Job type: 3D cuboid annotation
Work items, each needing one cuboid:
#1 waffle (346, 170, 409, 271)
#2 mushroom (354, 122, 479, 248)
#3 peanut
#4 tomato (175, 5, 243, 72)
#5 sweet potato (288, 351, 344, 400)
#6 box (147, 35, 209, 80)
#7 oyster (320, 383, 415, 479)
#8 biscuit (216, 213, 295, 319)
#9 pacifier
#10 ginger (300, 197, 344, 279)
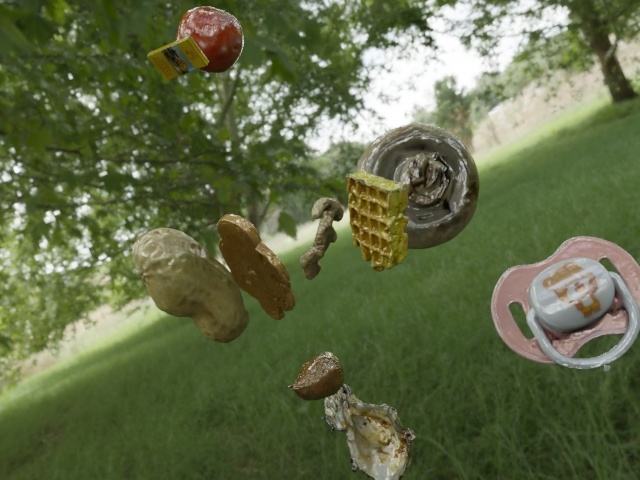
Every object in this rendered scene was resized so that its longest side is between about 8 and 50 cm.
[{"bbox_3d":[0.125,-0.030,1.447,0.055,0.211,0.160,-18,25,-28],"label":"waffle"},{"bbox_3d":[0.275,-0.157,1.901,0.362,0.363,0.294,-23,-4,-6],"label":"mushroom"},{"bbox_3d":[-0.329,0.123,1.755,0.169,0.387,0.192,-12,41,46],"label":"peanut"},{"bbox_3d":[-0.370,-0.664,2.257,0.231,0.189,0.232,5,-21,2],"label":"tomato"},{"bbox_3d":[0.011,0.205,1.047,0.068,0.068,0.226,-23,-4,14],"label":"sweet potato"},{"bbox_3d":[-0.375,-0.478,1.780,0.155,0.087,0.023,-9,41,35],"label":"box"},{"bbox_3d":[0.120,0.520,1.842,0.133,0.337,0.198,35,-95,-51],"label":"oyster"},{"bbox_3d":[-0.178,0.081,1.935,0.269,0.376,0.051,18,48,44],"label":"biscuit"},{"bbox_3d":[0.539,0.135,1.480,0.331,0.221,0.273,-27,13,2],"label":"pacifier"},{"bbox_3d":[0.009,-0.008,1.876,0.065,0.259,0.149,27,38,26],"label":"ginger"}]
